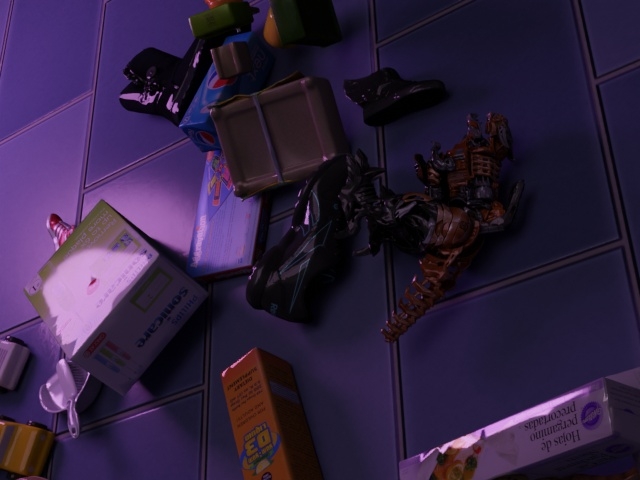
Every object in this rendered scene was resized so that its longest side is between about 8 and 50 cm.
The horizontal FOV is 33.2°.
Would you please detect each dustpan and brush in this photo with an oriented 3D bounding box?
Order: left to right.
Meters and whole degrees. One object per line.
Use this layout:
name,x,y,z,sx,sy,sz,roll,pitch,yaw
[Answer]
dustpan and brush,-0.401,0.250,1.746,0.147,0.060,0.211,-43,45,11

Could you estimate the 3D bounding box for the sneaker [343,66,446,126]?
sneaker,0.110,-0.231,1.620,0.170,0.051,0.089,-21,57,34

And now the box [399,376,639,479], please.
box,0.211,0.235,1.173,0.324,0.067,0.063,-34,47,43

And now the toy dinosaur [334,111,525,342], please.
toy dinosaur,0.144,-0.031,1.411,0.218,0.164,0.322,14,52,27

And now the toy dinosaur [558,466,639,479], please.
toy dinosaur,0.285,0.276,1.155,0.211,0.064,0.112,-20,52,30

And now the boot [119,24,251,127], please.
boot,-0.256,-0.330,1.956,0.207,0.094,0.247,25,88,42

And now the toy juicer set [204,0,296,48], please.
toy juicer set,-0.096,-0.485,1.879,0.209,0.089,0.329,15,61,4

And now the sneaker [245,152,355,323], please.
sneaker,0.000,0.000,1.561,0.106,0.101,0.267,26,81,23

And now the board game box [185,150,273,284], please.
board game box,-0.140,-0.068,1.747,0.145,0.027,0.281,-12,58,33

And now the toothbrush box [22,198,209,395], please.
toothbrush box,-0.332,0.083,1.711,0.206,0.122,0.283,-50,36,-3

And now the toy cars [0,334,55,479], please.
toy cars,-0.575,0.274,1.859,0.176,0.087,0.394,-43,45,10

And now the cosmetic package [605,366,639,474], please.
cosmetic package,0.379,0.235,1.084,0.098,0.060,0.239,-18,50,3

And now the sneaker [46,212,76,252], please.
sneaker,-0.464,-0.020,1.978,0.067,0.042,0.118,-42,53,18

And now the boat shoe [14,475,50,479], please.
boat shoe,-0.405,0.452,1.590,0.341,0.110,0.122,33,88,46

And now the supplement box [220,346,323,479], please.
supplement box,-0.065,0.263,1.446,0.078,0.080,0.233,-37,48,19

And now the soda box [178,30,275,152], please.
soda box,-0.156,-0.252,1.816,0.067,0.071,0.210,-4,51,39

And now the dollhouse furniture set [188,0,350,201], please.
dollhouse furniture set,-0.062,-0.236,1.708,0.197,0.151,0.302,-14,94,24
